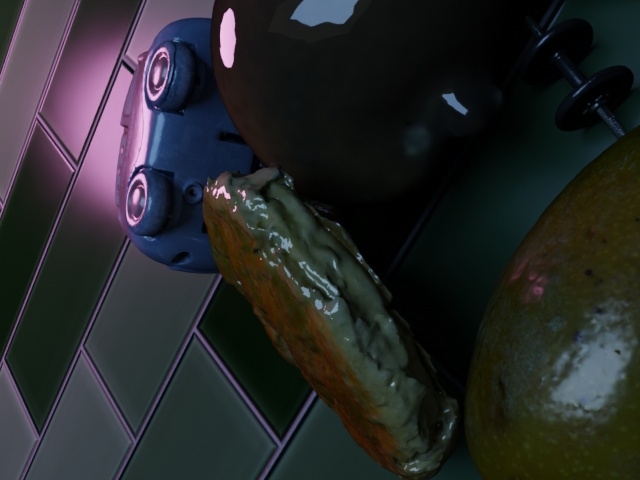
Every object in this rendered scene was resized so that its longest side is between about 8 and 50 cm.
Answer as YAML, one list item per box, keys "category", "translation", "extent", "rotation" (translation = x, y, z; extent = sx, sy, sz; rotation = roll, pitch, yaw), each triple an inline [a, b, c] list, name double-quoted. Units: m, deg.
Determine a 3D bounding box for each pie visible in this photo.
- category: "pie"
  translation: [0.001, 0.072, 0.586]
  extent: [0.083, 0.339, 0.339]
  rotation: [-36, 53, -15]

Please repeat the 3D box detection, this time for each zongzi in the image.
- category: "zongzi"
  translation: [0.000, 0.000, 0.736]
  extent: [0.067, 0.073, 0.083]
  rotation: [3, 46, 41]

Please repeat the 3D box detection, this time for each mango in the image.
- category: "mango"
  translation: [0.210, 0.045, 0.456]
  extent: [0.176, 0.175, 0.329]
  rotation: [20, 98, 32]

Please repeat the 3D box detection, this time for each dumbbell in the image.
- category: "dumbbell"
  translation: [0.211, -0.137, 0.541]
  extent: [0.069, 0.069, 0.147]
  rotation: [-44, 59, 30]

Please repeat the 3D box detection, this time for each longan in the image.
- category: "longan"
  translation: [0.040, -0.174, 0.586]
  extent: [0.300, 0.243, 0.300]
  rotation: [24, 126, 38]

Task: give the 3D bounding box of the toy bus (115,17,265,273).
- category: "toy bus"
  translation: [-0.151, -0.113, 0.793]
  extent: [0.232, 0.197, 0.294]
  rotation: [17, 99, 52]
